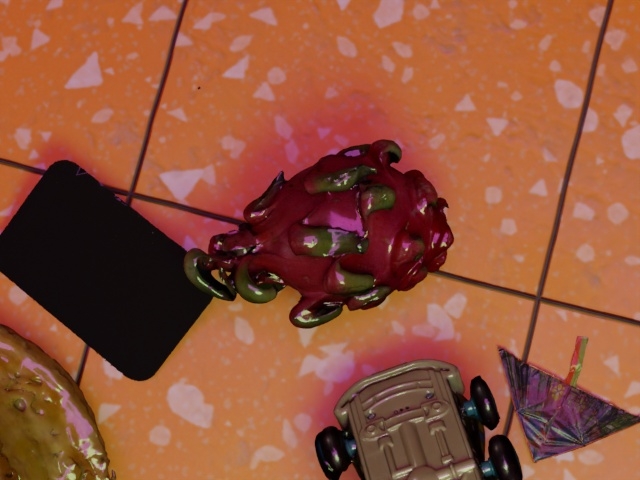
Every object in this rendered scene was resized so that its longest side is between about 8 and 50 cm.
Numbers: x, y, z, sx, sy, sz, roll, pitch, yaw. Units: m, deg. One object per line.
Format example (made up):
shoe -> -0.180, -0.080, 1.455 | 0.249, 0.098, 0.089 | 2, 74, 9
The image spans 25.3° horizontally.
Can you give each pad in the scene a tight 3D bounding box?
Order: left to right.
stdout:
pad -> -0.203, -0.027, 1.670 | 0.250, 0.055, 0.323 | 39, 84, 7

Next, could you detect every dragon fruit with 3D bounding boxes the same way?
dragon fruit -> 0.008, 0.004, 1.595 | 0.272, 0.198, 0.218 | -28, 36, 18

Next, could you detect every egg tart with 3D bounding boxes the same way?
egg tart -> -0.445, 0.292, 1.557 | 0.443, 0.178, 0.443 | 0, 87, 0

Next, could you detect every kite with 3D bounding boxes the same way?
kite -> 0.279, 0.185, 1.648 | 0.190, 0.010, 0.159 | 27, 82, 4

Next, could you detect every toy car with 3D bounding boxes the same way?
toy car -> 0.121, 0.276, 1.557 | 0.204, 0.198, 0.248 | -20, 44, 4
